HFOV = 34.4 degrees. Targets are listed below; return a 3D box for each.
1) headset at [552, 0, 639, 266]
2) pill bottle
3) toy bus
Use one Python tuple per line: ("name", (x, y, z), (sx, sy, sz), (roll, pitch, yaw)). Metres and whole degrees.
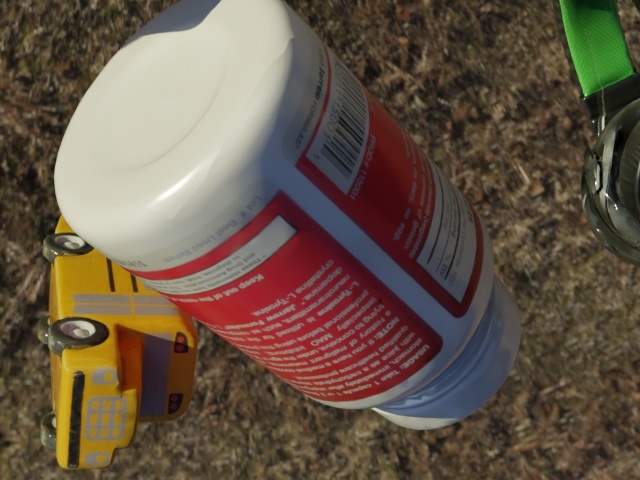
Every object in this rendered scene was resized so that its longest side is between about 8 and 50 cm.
("headset", (0.238, -0.027, 0.713), (0.185, 0.243, 0.394), (-25, 92, 3))
("pill bottle", (0.000, 0.000, 0.866), (0.229, 0.229, 0.407), (-36, 131, 14))
("toy bus", (-0.197, 0.077, 0.975), (0.130, 0.333, 0.108), (3, 113, -18))
